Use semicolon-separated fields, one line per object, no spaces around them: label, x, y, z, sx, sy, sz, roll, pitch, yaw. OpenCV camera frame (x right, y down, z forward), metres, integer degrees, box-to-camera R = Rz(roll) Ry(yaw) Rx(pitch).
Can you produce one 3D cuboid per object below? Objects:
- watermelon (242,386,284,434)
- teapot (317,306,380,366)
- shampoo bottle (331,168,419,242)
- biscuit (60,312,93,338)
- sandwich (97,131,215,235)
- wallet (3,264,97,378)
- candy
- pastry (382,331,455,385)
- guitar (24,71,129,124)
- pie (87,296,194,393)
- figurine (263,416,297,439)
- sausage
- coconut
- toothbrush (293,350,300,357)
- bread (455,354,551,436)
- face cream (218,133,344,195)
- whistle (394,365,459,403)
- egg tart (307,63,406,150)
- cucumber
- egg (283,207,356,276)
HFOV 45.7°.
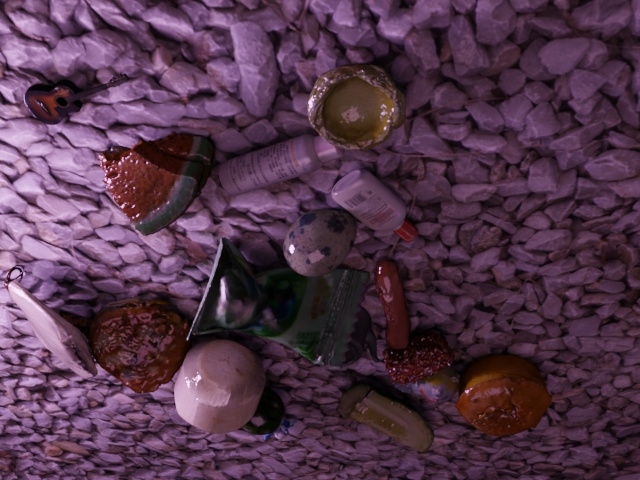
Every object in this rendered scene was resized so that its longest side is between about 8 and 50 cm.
watermelon;-0.200;0.496;2.236;0.187;0.141;0.141;13;136;1
teapot;0.038;0.260;1.957;0.239;0.149;0.162;12;137;-7
shampoo bottle;0.131;-0.069;1.672;0.221;0.051;0.108;36;128;-29
biscuit;-0.621;0.248;2.094;0.199;0.034;0.064;13;132;-7
sandwich;-0.350;-0.129;1.619;0.292;0.109;0.212;-20;131;25
wallet;-0.696;0.234;1.986;0.274;0.068;0.335;37;151;21
candy;-0.096;0.157;1.839;0.397;0.172;0.263;15;105;-6
pastry;0.259;0.309;2.019;0.115;0.097;0.208;33;132;-28
guitar;-0.484;-0.295;1.521;0.233;0.025;0.088;-14;133;18
pie;-0.486;0.269;2.042;0.308;0.085;0.308;-3;121;-5
figurine;-0.135;0.589;2.367;0.114;0.079;0.114;-34;161;-13
sausage;0.183;0.166;1.897;0.078;0.078;0.304;-4;136;10
coconut;-0.280;0.408;2.085;0.237;0.237;0.266;15;137;-9
toothbrush;-0.064;0.230;2.027;0.026;0.028;0.294;5;141;3
bread;0.501;0.423;2.084;0.268;0.146;0.268;0;135;0
face cream;-0.078;-0.163;1.575;0.269;0.082;0.082;-14;133;21
whistle;0.293;0.402;2.111;0.123;0.123;0.223;36;143;-28
egg tart;0.066;-0.263;1.451;0.197;0.078;0.197;1;132;1
cucumber;0.209;0.519;2.247;0.325;0.105;0.145;33;103;-26
egg;0.000;0.000;1.697;0.181;0.141;0.141;-39;123;14
